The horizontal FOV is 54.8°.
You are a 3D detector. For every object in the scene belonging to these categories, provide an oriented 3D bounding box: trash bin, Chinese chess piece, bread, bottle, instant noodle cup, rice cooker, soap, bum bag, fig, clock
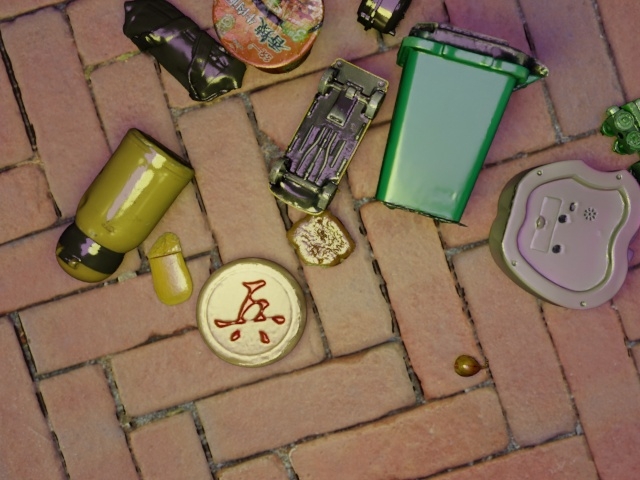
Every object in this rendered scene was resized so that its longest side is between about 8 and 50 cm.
[{"bbox_3d":[0.270,-0.234,1.310,0.296,0.259,0.380,16,98,1],"label":"trash bin"},{"bbox_3d":[-0.155,0.161,1.394,0.250,0.103,0.249,0,90,0],"label":"Chinese chess piece"},{"bbox_3d":[0.000,0.000,1.402,0.128,0.069,0.140,-40,88,3],"label":"bread"},{"bbox_3d":[-0.448,-0.065,1.369,0.172,0.171,0.351,38,94,1],"label":"bottle"},{"bbox_3d":[-0.103,-0.467,1.341,0.231,0.182,0.230,0,91,2],"label":"instant noodle cup"},{"bbox_3d":[0.151,-0.538,1.367,0.107,0.112,0.165,23,92,-5],"label":"rice cooker"},{"bbox_3d":[-0.354,0.066,1.432,0.089,0.033,0.168,-18,89,0],"label":"soap"},{"bbox_3d":[-0.321,-0.435,1.401,0.326,0.080,0.142,39,88,2],"label":"bum bag"},{"bbox_3d":[0.347,0.286,1.410,0.084,0.050,0.050,-2,91,-17],"label":"fig"},{"bbox_3d":[0.552,-0.016,1.367,0.339,0.102,0.338,0,91,2],"label":"clock"}]

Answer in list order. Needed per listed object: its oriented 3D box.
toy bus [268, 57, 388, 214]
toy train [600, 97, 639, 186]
[{"bbox_3d":[0.019,-0.217,1.358,0.144,0.152,0.330,28,89,7],"label":"toy bus"},{"bbox_3d":[0.730,-0.201,1.372,0.119,0.085,0.251,-28,92,-3],"label":"toy train"}]
